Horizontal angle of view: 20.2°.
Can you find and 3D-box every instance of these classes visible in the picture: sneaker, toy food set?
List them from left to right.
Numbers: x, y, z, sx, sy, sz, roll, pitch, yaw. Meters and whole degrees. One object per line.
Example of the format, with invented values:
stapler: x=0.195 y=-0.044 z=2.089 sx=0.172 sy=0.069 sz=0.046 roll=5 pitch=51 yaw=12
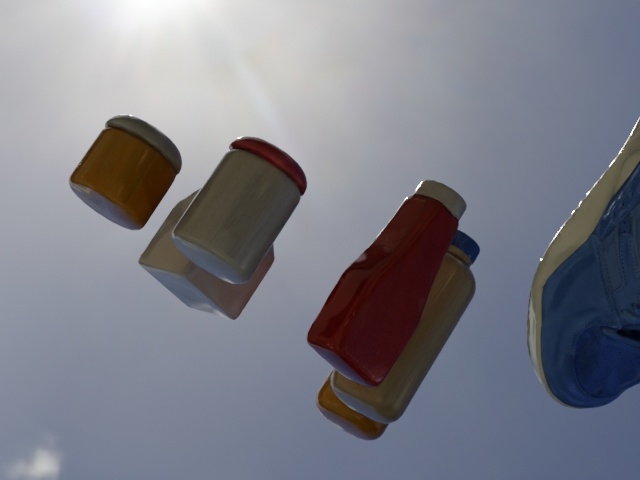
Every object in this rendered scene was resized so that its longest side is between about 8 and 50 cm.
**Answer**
toy food set: x=0.000 y=0.000 z=0.840 sx=0.111 sy=0.232 sz=0.104 roll=12 pitch=-116 yaw=52
sneaker: x=0.122 y=0.015 z=0.597 sx=0.152 sy=0.058 sz=0.084 roll=-63 pitch=-151 yaw=29
